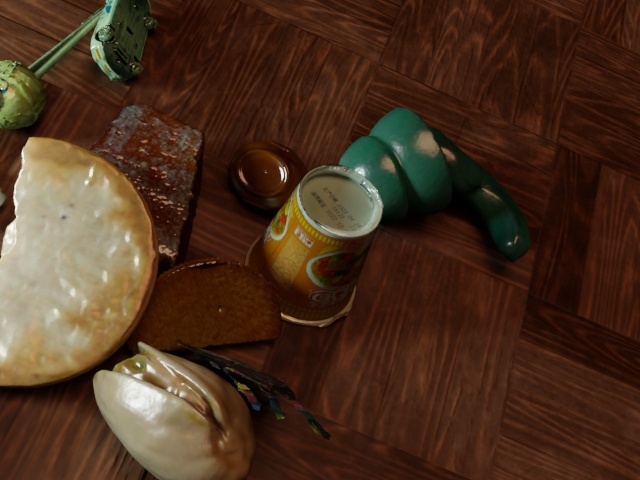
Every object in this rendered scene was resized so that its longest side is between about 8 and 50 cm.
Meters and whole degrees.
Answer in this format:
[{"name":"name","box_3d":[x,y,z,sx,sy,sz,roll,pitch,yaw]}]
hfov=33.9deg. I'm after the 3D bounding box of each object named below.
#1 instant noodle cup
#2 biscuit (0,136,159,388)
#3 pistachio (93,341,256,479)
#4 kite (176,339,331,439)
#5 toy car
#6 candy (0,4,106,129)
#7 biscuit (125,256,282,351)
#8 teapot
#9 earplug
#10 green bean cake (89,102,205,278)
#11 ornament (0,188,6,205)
[{"name":"instant noodle cup","box_3d":[0.000,0.000,1.397,0.168,0.185,0.168,10,54,-14]},{"name":"biscuit","box_3d":[-0.299,0.034,1.276,0.204,0.040,0.309,10,76,1]},{"name":"pistachio","box_3d":[-0.167,0.207,1.214,0.215,0.144,0.144,33,49,27]},{"name":"kite","box_3d":[-0.071,0.167,1.220,0.152,0.285,0.015,23,91,-21]},{"name":"toy car","box_3d":[-0.300,-0.317,1.588,0.093,0.058,0.186,51,35,-42]},{"name":"candy","box_3d":[-0.384,-0.269,1.525,0.093,0.092,0.335,1,36,26]},{"name":"biscuit","box_3d":[-0.144,0.080,1.334,0.206,0.126,0.025,-3,20,-21]},{"name":"teapot","box_3d":[-0.077,-0.093,1.512,0.129,0.078,0.098,24,90,15]},{"name":"earplug","box_3d":[0.155,-0.074,1.558,0.280,0.164,0.257,-17,100,-17]},{"name":"green bean cake","box_3d":[-0.229,-0.060,1.410,0.198,0.097,0.233,25,51,-1]},{"name":"ornament","box_3d":[-0.445,-0.063,1.365,0.068,0.041,0.092,37,39,-18]}]
